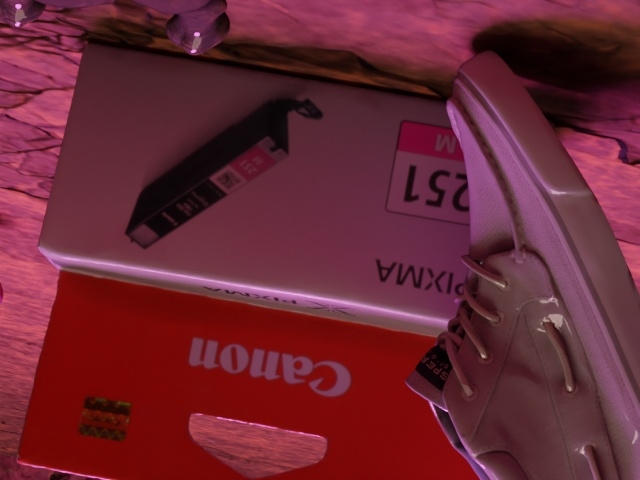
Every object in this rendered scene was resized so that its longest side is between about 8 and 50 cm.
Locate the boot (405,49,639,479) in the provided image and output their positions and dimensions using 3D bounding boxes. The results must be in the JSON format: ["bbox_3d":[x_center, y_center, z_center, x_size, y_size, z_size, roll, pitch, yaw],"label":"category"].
[{"bbox_3d":[0.097,0.041,0.889,0.123,0.258,0.095,-27,-176,0],"label":"boot"}]

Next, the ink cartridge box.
[{"bbox_3d":[-0.023,0.029,0.974,0.275,0.239,0.060,10,166,4],"label":"ink cartridge box"}]

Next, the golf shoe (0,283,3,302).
[{"bbox_3d":[-0.416,0.024,1.416,0.306,0.140,0.115,21,-165,-24],"label":"golf shoe"}]

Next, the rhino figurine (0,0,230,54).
[{"bbox_3d":[-0.139,-0.139,0.756,0.243,0.073,0.106,8,169,16],"label":"rhino figurine"}]
